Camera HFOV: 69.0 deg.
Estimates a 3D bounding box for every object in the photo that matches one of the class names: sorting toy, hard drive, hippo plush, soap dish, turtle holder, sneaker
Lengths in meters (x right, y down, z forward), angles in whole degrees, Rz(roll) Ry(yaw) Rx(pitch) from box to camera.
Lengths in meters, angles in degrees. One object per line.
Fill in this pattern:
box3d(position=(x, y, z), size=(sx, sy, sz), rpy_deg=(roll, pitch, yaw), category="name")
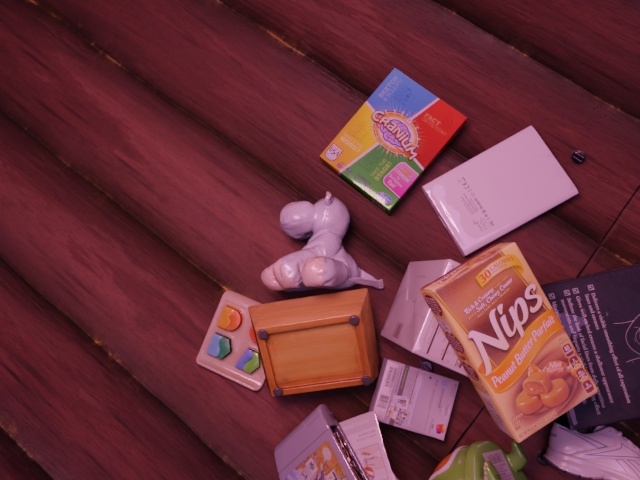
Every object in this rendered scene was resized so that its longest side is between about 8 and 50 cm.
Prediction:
box3d(position=(-0.205, 0.257, 1.211), size=(0.193, 0.038, 0.208), rpy_deg=(22, 83, 11), category="sorting toy")
box3d(position=(0.453, -0.127, 1.192), size=(0.319, 0.040, 0.210), rpy_deg=(-29, 78, 2), category="hard drive")
box3d(position=(0.000, 0.000, 1.130), size=(0.294, 0.234, 0.236), rpy_deg=(-3, 80, 7), category="hippo plush")
box3d(position=(-0.012, 0.249, 1.109), size=(0.291, 0.118, 0.229), rpy_deg=(-9, 107, 4), category="soap dish")
box3d(position=(0.361, 0.602, 0.982), size=(0.227, 0.243, 0.320), rpy_deg=(-40, 82, 32), category="turtle holder")
box3d(position=(0.658, 0.478, 1.031), size=(0.297, 0.111, 0.129), rpy_deg=(12, 76, 8), category="sneaker")

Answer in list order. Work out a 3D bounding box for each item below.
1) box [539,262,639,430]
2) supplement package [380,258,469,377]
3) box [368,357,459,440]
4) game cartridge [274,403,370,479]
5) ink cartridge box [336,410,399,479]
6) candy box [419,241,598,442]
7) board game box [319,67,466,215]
box3d(position=(0.663, 0.210, 1.020), size=(0.396, 0.212, 0.293), rpy_deg=(-13, 78, 6), category="box")
box3d(position=(0.265, 0.164, 1.041), size=(0.145, 0.262, 0.204), rpy_deg=(24, 84, -4), category="supplement package")
box3d(position=(0.222, 0.377, 1.112), size=(0.186, 0.038, 0.145), rpy_deg=(18, 83, -5), category="box")
box3d(position=(0.012, 0.547, 1.028), size=(0.198, 0.062, 0.297), rpy_deg=(-46, 53, 13), category="game cartridge")
box3d(position=(0.078, 0.619, 1.047), size=(0.308, 0.091, 0.385), rpy_deg=(-32, 59, 27), category="ink cartridge box")
box3d(position=(0.348, 0.183, 0.873), size=(0.183, 0.087, 0.316), rpy_deg=(-30, 91, -7), category="candy box")
box3d(position=(0.190, -0.263, 1.237), size=(0.242, 0.064, 0.316), rpy_deg=(39, 87, 12), category="board game box")
